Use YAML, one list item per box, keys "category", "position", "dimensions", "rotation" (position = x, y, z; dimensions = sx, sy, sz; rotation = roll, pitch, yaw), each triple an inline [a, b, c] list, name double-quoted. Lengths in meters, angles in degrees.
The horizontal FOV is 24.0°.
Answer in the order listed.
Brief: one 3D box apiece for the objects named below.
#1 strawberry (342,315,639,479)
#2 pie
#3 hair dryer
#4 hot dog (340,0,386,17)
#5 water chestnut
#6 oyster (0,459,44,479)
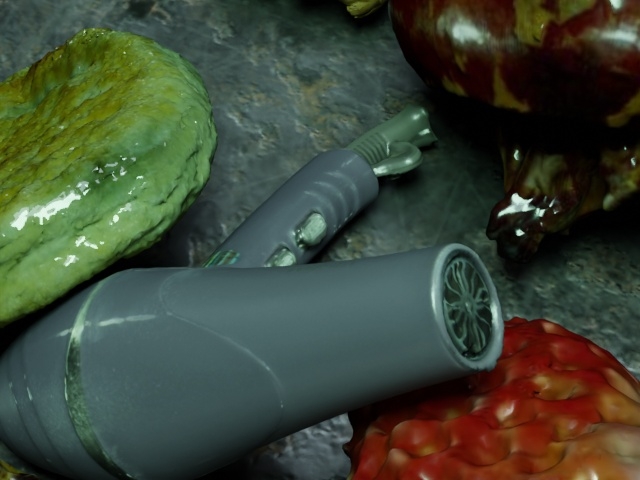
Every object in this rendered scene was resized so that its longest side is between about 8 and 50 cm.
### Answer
- category: "strawberry"
  position: [0.142, 0.137, 0.740]
  dimensions: [0.265, 0.149, 0.336]
  rotation: [20, 26, -33]
- category: "pie"
  position: [-0.186, -0.030, 0.887]
  dimensions: [0.277, 0.078, 0.277]
  rotation: [-22, 29, 13]
- category: "hair dryer"
  position: [0.000, 0.000, 0.876]
  dimensions: [0.301, 0.121, 0.361]
  rotation: [-15, 23, 34]
- category: "hot dog"
  position: [0.023, -0.311, 1.129]
  dimensions: [0.158, 0.117, 0.348]
  rotation: [26, 57, -10]
- category: "water chestnut"
  position: [0.181, -0.116, 0.931]
  dimensions: [0.300, 0.300, 0.300]
  rotation: [2, 55, -3]
- category: "oyster"
  position: [-0.296, 0.127, 0.832]
  dimensions: [0.345, 0.078, 0.128]
  rotation: [7, 46, 4]
